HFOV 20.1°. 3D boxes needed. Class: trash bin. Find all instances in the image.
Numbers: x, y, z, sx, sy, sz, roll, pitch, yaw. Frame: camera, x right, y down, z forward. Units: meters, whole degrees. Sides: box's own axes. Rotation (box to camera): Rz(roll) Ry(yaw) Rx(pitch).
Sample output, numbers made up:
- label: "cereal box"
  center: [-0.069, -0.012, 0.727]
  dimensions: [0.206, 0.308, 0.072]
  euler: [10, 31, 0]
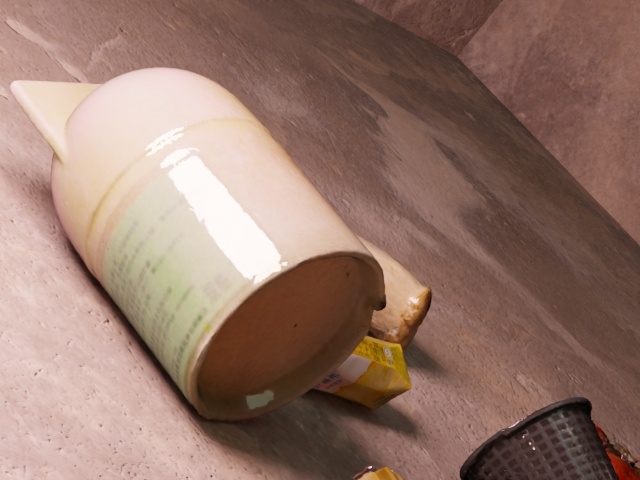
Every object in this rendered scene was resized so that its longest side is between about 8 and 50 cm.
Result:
- label: "trash bin"
  center: [0.274, 0.290, 2.062]
  dimensions: [0.175, 0.175, 0.161]
  euler: [12, 41, -58]

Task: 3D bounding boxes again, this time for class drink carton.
- label: "drink carton"
  center: [0.012, 0.134, 2.034]
  dimensions: [0.200, 0.084, 0.075]
  euler: [24, 45, -46]

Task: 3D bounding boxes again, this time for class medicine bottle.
- label: "medicine bottle"
  center: [-0.140, -0.034, 1.863]
  dimensions: [0.235, 0.236, 0.406]
  euler: [16, 28, -54]

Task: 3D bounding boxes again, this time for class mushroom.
- label: "mushroom"
  center: [0.000, 0.000, 2.296]
  dimensions: [0.351, 0.123, 0.095]
  euler: [44, 29, -4]

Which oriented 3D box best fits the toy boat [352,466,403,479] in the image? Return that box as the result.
- label: "toy boat"
  center: [0.090, 0.322, 1.677]
  dimensions: [0.115, 0.089, 0.310]
  euler: [49, 5, -39]

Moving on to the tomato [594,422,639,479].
- label: "tomato"
  center: [0.364, 0.301, 2.334]
  dimensions: [0.228, 0.101, 0.228]
  euler: [37, 13, -10]
